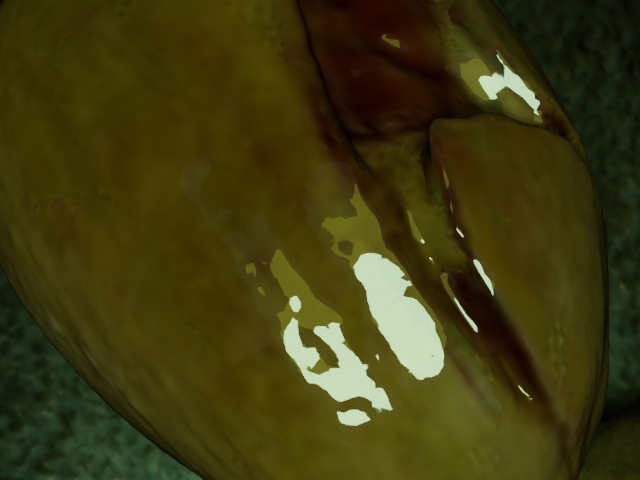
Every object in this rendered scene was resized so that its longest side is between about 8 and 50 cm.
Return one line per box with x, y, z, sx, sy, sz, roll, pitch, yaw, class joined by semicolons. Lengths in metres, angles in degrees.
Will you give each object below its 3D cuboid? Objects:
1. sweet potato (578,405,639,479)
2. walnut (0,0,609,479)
0.205;0.113;0.558;0.422;0.130;0.131;-4;84;7;sweet potato
0.000;0.000;0.531;0.203;0.203;0.298;-32;78;-3;walnut
